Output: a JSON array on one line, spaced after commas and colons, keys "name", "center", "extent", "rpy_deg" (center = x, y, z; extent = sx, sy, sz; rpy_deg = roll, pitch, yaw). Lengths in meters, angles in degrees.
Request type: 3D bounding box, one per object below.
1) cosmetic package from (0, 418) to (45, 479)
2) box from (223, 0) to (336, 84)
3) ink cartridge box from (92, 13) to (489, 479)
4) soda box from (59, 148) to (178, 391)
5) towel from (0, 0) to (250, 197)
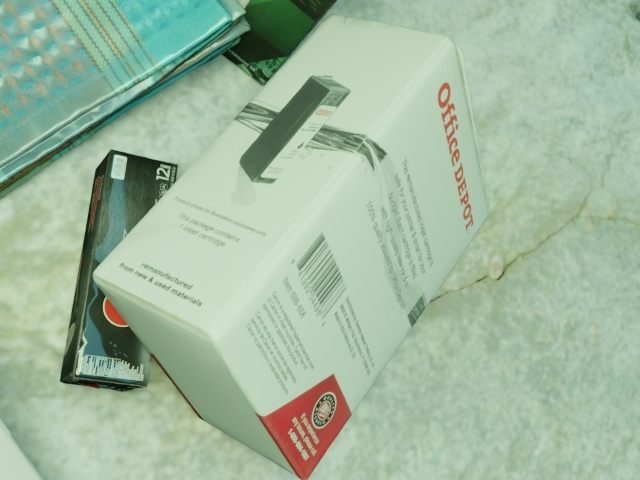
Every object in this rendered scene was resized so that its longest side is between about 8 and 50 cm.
[{"name": "cosmetic package", "center": [-0.350, 0.183, 0.452], "extent": [0.377, 0.097, 0.284], "rpy_deg": [-38, 117, -26]}, {"name": "box", "center": [0.048, -0.268, 0.655], "extent": [0.058, 0.322, 0.232], "rpy_deg": [36, 67, -10]}, {"name": "ink cartridge box", "center": [0.000, 0.000, 0.640], "extent": [0.273, 0.114, 0.197], "rpy_deg": [-51, 144, -24]}, {"name": "soda box", "center": [-0.148, 0.023, 0.650], "extent": [0.053, 0.060, 0.168], "rpy_deg": [13, 73, -23]}, {"name": "towel", "center": [-0.263, -0.231, 0.625], "extent": [0.271, 0.040, 0.370], "rpy_deg": [-36, 96, -9]}]
